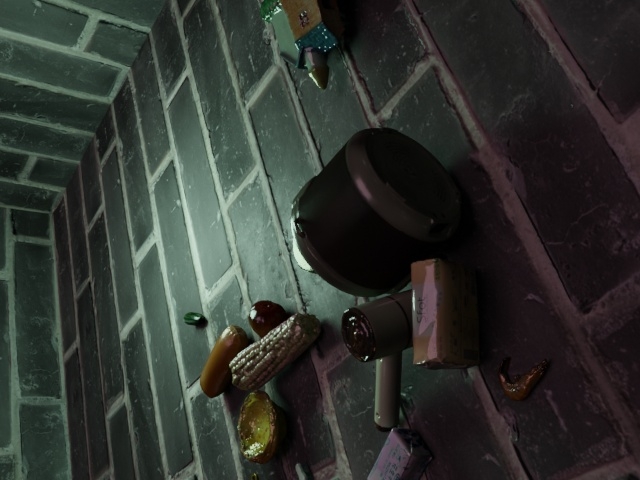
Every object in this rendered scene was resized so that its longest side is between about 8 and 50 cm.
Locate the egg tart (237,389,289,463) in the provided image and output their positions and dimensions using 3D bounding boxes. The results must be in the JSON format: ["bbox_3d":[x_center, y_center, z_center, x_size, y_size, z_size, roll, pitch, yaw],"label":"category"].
[{"bbox_3d":[-0.167,0.547,1.952,0.213,0.090,0.212,-14,72,48],"label":"egg tart"}]

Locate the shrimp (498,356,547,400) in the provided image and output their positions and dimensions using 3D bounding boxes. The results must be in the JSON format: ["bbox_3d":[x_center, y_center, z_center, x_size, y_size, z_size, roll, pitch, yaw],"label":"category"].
[{"bbox_3d":[0.401,0.260,1.323,0.127,0.025,0.091,-53,44,36],"label":"shrimp"}]

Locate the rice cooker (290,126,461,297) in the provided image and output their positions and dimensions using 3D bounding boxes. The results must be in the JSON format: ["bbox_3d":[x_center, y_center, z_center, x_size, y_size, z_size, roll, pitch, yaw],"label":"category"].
[{"bbox_3d":[0.121,-0.054,1.523,0.325,0.335,0.335,-48,49,36],"label":"rice cooker"}]

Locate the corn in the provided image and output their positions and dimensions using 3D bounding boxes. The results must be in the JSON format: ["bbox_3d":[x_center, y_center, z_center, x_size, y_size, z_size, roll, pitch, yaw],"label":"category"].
[{"bbox_3d":[-0.130,0.324,1.917,0.335,0.127,0.126,-38,54,32],"label":"corn"}]

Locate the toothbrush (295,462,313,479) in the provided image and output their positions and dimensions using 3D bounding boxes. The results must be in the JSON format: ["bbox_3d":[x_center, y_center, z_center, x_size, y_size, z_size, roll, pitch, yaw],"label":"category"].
[{"bbox_3d":[0.019,0.744,1.714,0.040,0.040,0.386,-57,44,28],"label":"toothbrush"}]

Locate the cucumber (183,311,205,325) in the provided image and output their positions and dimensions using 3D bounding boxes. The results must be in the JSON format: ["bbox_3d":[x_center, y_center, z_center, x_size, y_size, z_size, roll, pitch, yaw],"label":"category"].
[{"bbox_3d":[-0.450,0.286,2.407,0.105,0.048,0.048,-2,82,50],"label":"cucumber"}]

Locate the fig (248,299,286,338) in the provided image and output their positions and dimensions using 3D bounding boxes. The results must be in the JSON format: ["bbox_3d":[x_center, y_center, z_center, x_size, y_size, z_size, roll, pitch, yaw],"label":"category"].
[{"bbox_3d":[-0.143,0.250,1.994,0.119,0.153,0.119,-32,20,13],"label":"fig"}]

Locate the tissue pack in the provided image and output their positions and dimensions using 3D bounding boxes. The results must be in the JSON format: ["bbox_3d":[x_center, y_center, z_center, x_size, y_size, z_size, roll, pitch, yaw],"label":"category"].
[{"bbox_3d":[0.263,0.158,1.393,0.090,0.186,0.222,-8,76,39],"label":"tissue pack"}]

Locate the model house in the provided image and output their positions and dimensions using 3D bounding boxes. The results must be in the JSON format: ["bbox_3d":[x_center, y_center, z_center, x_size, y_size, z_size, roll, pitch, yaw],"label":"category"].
[{"bbox_3d":[-0.003,-0.585,1.921,0.267,0.194,0.324,-20,81,46],"label":"model house"}]

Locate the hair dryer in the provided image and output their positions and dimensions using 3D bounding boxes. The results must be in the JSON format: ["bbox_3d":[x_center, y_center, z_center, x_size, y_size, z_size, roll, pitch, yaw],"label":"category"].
[{"bbox_3d":[0.159,0.298,1.529,0.128,0.203,0.361,27,123,51],"label":"hair dryer"}]

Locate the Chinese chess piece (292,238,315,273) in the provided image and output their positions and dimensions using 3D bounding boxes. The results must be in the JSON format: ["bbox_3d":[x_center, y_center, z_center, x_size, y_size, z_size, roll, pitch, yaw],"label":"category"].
[{"bbox_3d":[0.000,0.000,1.853,0.188,0.083,0.188,-7,81,52],"label":"Chinese chess piece"}]

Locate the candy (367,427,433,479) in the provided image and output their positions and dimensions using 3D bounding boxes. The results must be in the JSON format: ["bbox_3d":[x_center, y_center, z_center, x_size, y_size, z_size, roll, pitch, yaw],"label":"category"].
[{"bbox_3d":[0.181,0.517,1.520,0.092,0.073,0.160,47,120,51],"label":"candy"}]

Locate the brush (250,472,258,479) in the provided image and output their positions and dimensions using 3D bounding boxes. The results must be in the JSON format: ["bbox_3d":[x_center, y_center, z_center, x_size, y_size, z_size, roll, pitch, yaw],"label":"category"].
[{"bbox_3d":[-0.197,0.815,2.004,0.083,0.010,0.218,-23,64,49],"label":"brush"}]

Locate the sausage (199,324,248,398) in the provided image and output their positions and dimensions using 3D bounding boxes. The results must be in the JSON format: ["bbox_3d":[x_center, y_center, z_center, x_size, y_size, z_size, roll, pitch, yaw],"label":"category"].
[{"bbox_3d":[-0.316,0.394,2.167,0.105,0.105,0.274,53,124,43],"label":"sausage"}]
